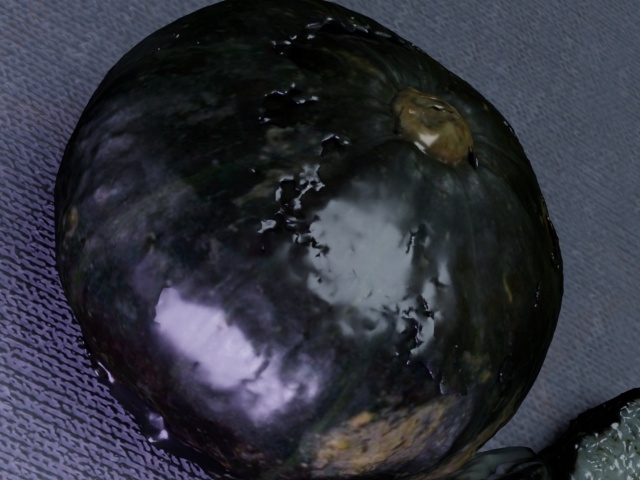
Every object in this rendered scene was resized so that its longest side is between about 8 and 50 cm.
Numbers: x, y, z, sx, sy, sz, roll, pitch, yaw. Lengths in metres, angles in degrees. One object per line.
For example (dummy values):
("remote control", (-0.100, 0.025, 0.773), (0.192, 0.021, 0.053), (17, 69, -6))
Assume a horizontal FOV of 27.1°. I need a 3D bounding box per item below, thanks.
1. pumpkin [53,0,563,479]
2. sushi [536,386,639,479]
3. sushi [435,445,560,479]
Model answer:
("pumpkin", (0.000, 0.000, 1.127), (0.454, 0.344, 0.454), (21, 52, -29))
("sushi", (0.301, 0.244, 1.360), (0.212, 0.115, 0.147), (-37, 89, -35))
("sushi", (0.058, 0.298, 1.094), (0.350, 0.211, 0.170), (-19, 89, -16))
